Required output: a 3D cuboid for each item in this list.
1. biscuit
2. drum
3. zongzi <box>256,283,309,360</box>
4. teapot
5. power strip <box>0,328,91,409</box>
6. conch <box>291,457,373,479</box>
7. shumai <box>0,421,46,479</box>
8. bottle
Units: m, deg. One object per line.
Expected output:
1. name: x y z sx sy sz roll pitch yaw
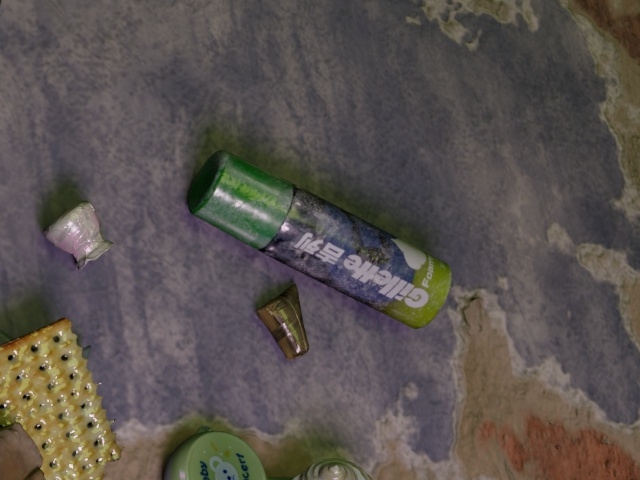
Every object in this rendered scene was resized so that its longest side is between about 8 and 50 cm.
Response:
1. biscuit: -0.283 0.193 1.884 0.144 0.016 0.203 -25 97 -34
2. drum: -0.065 0.259 2.022 0.253 0.049 0.130 -8 71 -42
3. zongzi: -0.031 0.097 2.147 0.076 0.040 0.083 59 31 -2
4. teapot: -0.267 -0.007 2.027 0.064 0.064 0.083 54 17 -8
5. power strip: -0.354 0.102 1.912 0.216 0.044 0.137 37 51 -13
6. conch: 0.006 0.315 1.971 0.135 0.102 0.153 -8 101 -25
7. shumai: -0.389 0.306 1.731 0.346 0.217 0.283 46 20 -17
8. bottle: 0.000 0.000 2.177 0.330 0.093 0.093 27 53 -20
